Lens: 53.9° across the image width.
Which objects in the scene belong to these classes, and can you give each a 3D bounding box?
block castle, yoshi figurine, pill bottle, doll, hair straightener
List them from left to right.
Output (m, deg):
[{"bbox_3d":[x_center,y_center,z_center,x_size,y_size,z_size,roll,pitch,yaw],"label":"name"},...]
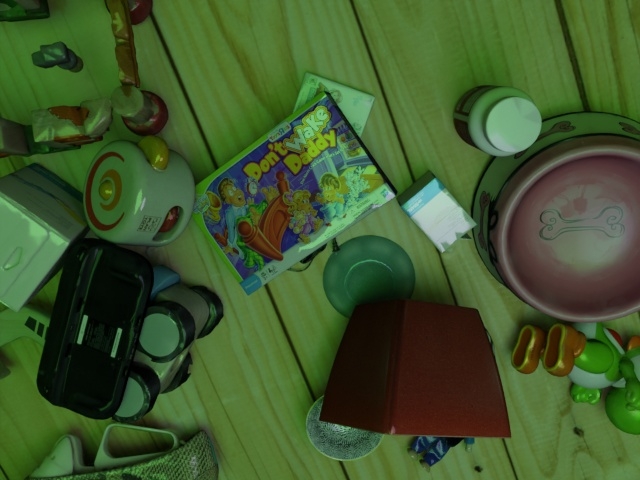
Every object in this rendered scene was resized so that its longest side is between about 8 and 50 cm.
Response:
[{"bbox_3d":[-0.519,-0.307,1.122,0.454,0.213,0.302,-9,93,-4],"label":"block castle"},{"bbox_3d":[0.000,0.000,1.273,0.230,0.047,0.089,-38,97,9],"label":"hair straightener"},{"bbox_3d":[0.285,0.424,1.387,0.129,0.046,0.189,44,95,-1],"label":"doll"},{"bbox_3d":[0.317,-0.215,1.128,0.121,0.216,0.121,0,105,1],"label":"pill bottle"},{"bbox_3d":[0.578,0.294,1.279,0.362,0.203,0.203,18,125,-16],"label":"yoshi figurine"}]

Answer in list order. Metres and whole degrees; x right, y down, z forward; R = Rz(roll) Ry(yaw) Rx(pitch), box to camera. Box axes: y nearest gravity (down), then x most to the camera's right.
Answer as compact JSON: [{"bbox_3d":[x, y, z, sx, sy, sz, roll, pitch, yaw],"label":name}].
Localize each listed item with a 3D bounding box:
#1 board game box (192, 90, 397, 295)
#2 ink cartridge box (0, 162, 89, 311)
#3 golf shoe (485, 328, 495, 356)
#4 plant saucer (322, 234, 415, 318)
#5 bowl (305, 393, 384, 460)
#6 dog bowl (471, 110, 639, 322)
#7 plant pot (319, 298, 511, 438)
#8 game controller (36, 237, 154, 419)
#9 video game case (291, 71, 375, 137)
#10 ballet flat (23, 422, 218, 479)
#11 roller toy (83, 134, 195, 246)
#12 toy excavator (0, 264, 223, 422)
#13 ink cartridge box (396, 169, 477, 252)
[{"bbox_3d":[-0.062,-0.087,1.207,0.347,0.078,0.233,-34,93,14],"label":"board game box"},{"bbox_3d":[-0.547,-0.016,1.172,0.168,0.232,0.171,37,100,-14],"label":"ink cartridge box"},{"bbox_3d":[0.341,0.263,1.321,0.077,0.094,0.198,-18,102,6],"label":"golf shoe"},{"bbox_3d":[0.102,0.087,1.304,0.195,0.037,0.194,0,105,1],"label":"plant saucer"},{"bbox_3d":[0.053,0.380,1.360,0.170,0.080,0.170,0,105,0],"label":"bowl"},{"bbox_3d":[0.497,-0.028,1.181,0.408,0.150,0.407,3,111,8],"label":"dog bowl"},{"bbox_3d":[0.177,0.242,1.207,0.267,0.267,0.235,10,76,-24],"label":"plant pot"},{"bbox_3d":[-0.403,0.160,1.123,0.167,0.067,0.319,17,98,3],"label":"game controller"},{"bbox_3d":[0.014,-0.230,1.229,0.143,0.019,0.157,19,104,-5],"label":"video game case"},{"bbox_3d":[-0.469,0.495,1.375,0.483,0.164,0.181,-9,83,-3],"label":"ballet flat"},{"bbox_3d":[-0.340,-0.086,1.165,0.209,0.146,0.191,-7,82,38],"label":"roller toy"},{"bbox_3d":[-0.488,0.189,1.270,0.445,0.222,0.432,33,101,6],"label":"toy excavator"},{"bbox_3d":[0.231,-0.051,1.237,0.090,0.092,0.143,-40,100,11],"label":"ink cartridge box"}]
